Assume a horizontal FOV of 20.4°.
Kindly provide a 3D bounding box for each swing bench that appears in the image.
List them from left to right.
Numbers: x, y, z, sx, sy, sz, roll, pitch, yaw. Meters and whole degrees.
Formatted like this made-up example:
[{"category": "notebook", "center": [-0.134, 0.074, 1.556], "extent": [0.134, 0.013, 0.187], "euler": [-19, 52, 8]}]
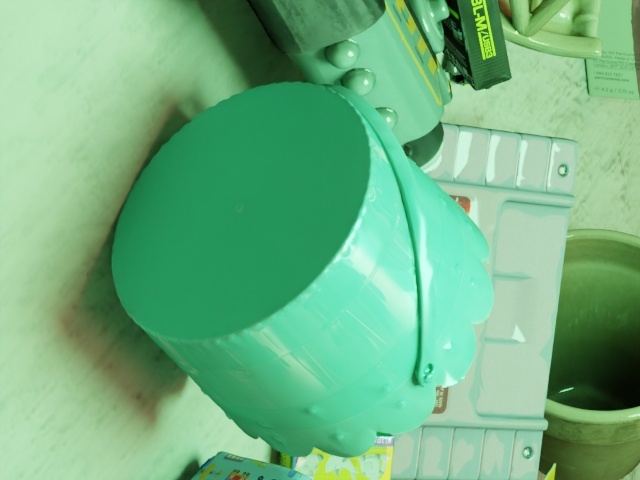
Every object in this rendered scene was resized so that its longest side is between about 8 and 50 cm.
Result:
[{"category": "swing bench", "center": [0.228, -0.354, 1.732], "extent": [0.254, 0.165, 0.253], "euler": [103, -4, -63]}]

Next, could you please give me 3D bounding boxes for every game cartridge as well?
[{"category": "game cartridge", "center": [0.135, 0.063, 1.767], "extent": [0.230, 0.068, 0.355], "euler": [5, 94, -32]}]

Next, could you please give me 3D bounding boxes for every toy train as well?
[{"category": "toy train", "center": [0.019, -0.196, 1.495], "extent": [0.334, 0.142, 0.190], "euler": [58, 21, -47]}]

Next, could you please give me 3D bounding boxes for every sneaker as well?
[{"category": "sneaker", "center": [0.152, -0.175, 1.853], "extent": [0.083, 0.031, 0.035], "euler": [35, 82, -50]}]

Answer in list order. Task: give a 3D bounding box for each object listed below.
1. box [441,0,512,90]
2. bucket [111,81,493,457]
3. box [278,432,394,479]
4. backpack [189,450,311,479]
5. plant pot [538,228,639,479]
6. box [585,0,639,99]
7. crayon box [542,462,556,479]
[{"category": "box", "center": [0.113, -0.258, 1.646], "extent": [0.045, 0.190, 0.184], "euler": [-18, 122, -8]}, {"category": "bucket", "center": [-0.018, 0.018, 1.428], "extent": [0.183, 0.281, 0.281], "euler": [47, 59, -45]}, {"category": "box", "center": [0.008, 0.267, 1.681], "extent": [0.105, 0.043, 0.179], "euler": [2, 99, -21]}, {"category": "backpack", "center": [-0.083, 0.279, 1.496], "extent": [0.173, 0.158, 0.117], "euler": [-41, 122, -30]}, {"category": "plant pot", "center": [0.303, 0.157, 1.988], "extent": [0.263, 0.263, 0.229], "euler": [-55, 155, -34]}, {"category": "box", "center": [0.391, -0.296, 2.092], "extent": [0.148, 0.127, 0.232], "euler": [-40, 130, -44]}, {"category": "crayon box", "center": [0.163, 0.394, 1.891], "extent": [0.203, 0.083, 0.323], "euler": [-48, 149, -40]}]
